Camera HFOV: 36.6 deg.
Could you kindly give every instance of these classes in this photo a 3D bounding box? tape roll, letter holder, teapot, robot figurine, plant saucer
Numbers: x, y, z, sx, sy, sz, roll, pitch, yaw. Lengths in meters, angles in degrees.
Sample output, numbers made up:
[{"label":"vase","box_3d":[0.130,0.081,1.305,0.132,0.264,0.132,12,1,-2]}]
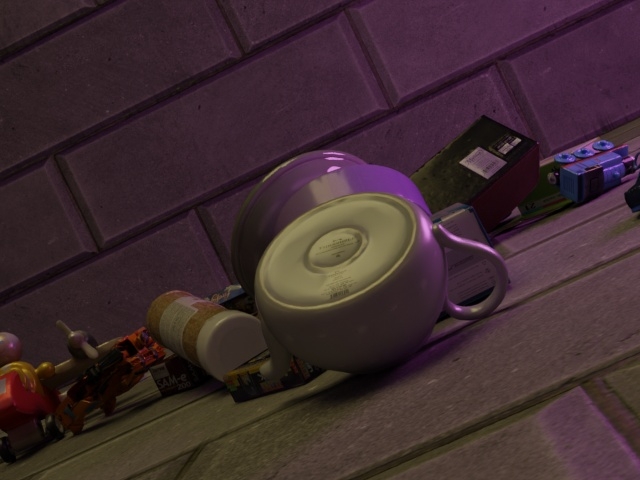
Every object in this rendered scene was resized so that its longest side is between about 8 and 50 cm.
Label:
[{"label":"tape roll","box_3d":[0.061,0.005,1.660,0.275,0.274,0.090,-25,44,6]},{"label":"letter holder","box_3d":[0.301,-0.072,2.002,0.302,0.214,0.152,-39,51,-21]},{"label":"teapot","box_3d":[0.058,0.073,1.194,0.256,0.187,0.252,15,53,46]},{"label":"robot figurine","box_3d":[-0.432,0.287,2.033,0.291,0.085,0.211,-44,-8,34]},{"label":"plant saucer","box_3d":[0.000,0.000,2.148,0.401,0.400,0.100,-26,35,-18]}]

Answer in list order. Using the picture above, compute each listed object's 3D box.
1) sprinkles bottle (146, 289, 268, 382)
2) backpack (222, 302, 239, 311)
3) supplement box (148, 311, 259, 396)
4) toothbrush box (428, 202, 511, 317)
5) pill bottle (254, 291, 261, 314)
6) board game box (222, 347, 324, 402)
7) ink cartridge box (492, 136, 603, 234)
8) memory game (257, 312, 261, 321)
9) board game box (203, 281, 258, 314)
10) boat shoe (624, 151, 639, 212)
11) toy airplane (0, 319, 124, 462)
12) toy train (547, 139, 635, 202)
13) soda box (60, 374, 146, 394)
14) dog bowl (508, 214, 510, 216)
[{"label":"sprinkles bottle","box_3d":[-0.211,0.168,1.749,0.121,0.121,0.355,-26,15,-23]},{"label":"backpack","box_3d":[-0.271,0.224,2.324,0.182,0.115,0.152,-28,5,-7]},{"label":"supplement box","box_3d":[-0.220,0.231,1.997,0.239,0.073,0.130,-26,1,-42]},{"label":"toothbrush box","box_3d":[0.149,0.043,1.462,0.216,0.126,0.295,-27,2,4]},{"label":"pill bottle","box_3d":[-0.006,0.083,1.944,0.160,0.160,0.283,-25,2,23]},{"label":"board game box","box_3d":[-0.041,0.178,1.438,0.170,0.048,0.141,-23,5,46]},{"label":"ink cartridge box","box_3d":[0.483,-0.117,2.062,0.189,0.097,0.255,-23,2,46]},{"label":"memory game","box_3d":[-0.090,0.122,1.979,0.012,0.186,0.186,5,13,19]},{"label":"board game box","box_3d":[-0.148,0.149,2.436,0.243,0.042,0.165,-26,-39,9]},{"label":"boat shoe","box_3d":[0.528,-0.116,1.457,0.258,0.089,0.109,-27,2,-41]},{"label":"toy airplane","box_3d":[-0.688,0.336,2.261,0.384,0.272,0.386,-25,2,43]},{"label":"toy train","box_3d":[0.540,-0.138,1.908,0.184,0.080,0.105,-18,31,-22]},{"label":"soda box","box_3d":[-0.580,0.387,2.586,0.216,0.069,0.074,-27,3,-25]},{"label":"dog bowl","box_3d":[0.303,-0.048,2.228,0.297,0.074,0.166,-19,-12,-2]}]
